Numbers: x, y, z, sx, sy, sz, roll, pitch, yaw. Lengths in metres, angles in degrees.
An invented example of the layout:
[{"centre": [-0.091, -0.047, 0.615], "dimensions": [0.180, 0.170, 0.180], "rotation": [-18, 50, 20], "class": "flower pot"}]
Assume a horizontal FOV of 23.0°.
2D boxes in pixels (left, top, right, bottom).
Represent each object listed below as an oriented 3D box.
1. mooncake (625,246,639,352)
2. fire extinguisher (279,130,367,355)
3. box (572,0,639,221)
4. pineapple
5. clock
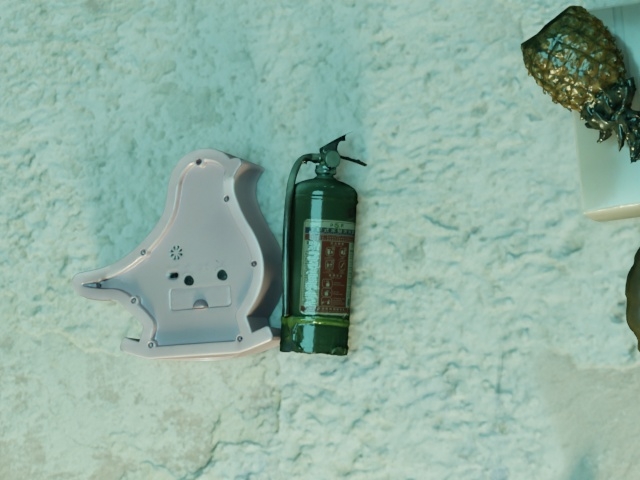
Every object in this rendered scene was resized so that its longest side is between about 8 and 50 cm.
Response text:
[{"centre": [0.465, 0.063, 1.783], "dimensions": [0.228, 0.124, 0.228], "rotation": [2, 97, 22], "class": "mooncake"}, {"centre": [0.000, 0.000, 2.021], "dimensions": [0.093, 0.118, 0.294], "rotation": [-2, 84, 62], "class": "fire extinguisher"}, {"centre": [0.404, -0.159, 1.855], "dimensions": [0.203, 0.106, 0.251], "rotation": [-7, 84, 22], "class": "box"}, {"centre": [0.319, -0.172, 1.791], "dimensions": [0.108, 0.108, 0.197], "rotation": [-42, 82, 15], "class": "pineapple"}, {"centre": [-0.191, 0.027, 2.113], "dimensions": [0.290, 0.080, 0.275], "rotation": [-9, 81, 22], "class": "clock"}]
